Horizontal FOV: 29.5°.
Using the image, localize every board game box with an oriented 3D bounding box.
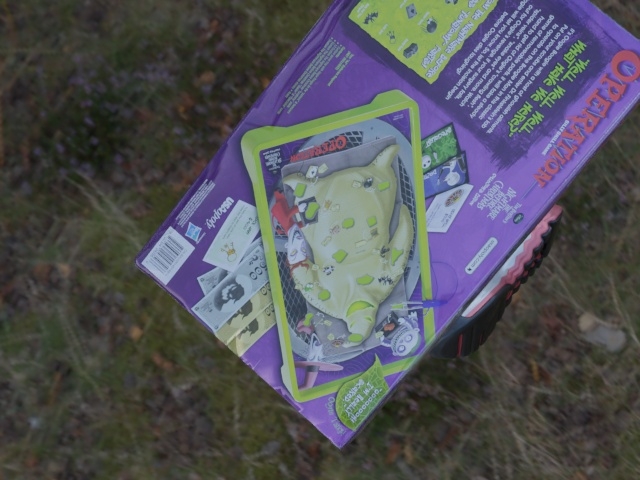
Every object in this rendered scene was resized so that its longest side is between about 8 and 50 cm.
[{"bbox_3d":[0.049,-0.050,0.853,0.208,0.056,0.347,42,102,14],"label":"board game box"}]

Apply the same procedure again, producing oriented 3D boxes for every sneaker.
[{"bbox_3d":[0.216,0.042,1.724,0.136,0.116,0.314,30,57,19],"label":"sneaker"}]
